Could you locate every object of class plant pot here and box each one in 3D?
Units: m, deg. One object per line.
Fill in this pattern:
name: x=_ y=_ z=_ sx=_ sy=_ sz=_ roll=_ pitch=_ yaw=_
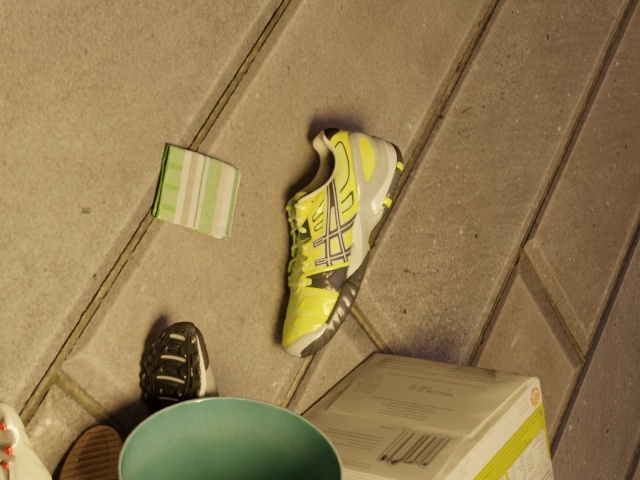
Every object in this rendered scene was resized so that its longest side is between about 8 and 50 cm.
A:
plant pot: x=-0.123 y=0.372 z=1.571 sx=0.290 sy=0.290 sz=0.195 roll=-30 pitch=135 yaw=-46

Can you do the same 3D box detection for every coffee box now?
coffee box: x=0.163 y=0.428 z=1.980 sx=0.338 sy=0.337 sz=0.334 roll=-36 pitch=122 yaw=-45

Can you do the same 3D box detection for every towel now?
towel: x=-0.182 y=-0.070 z=1.741 sx=0.152 sy=0.023 sz=0.113 roll=18 pitch=78 yaw=-49

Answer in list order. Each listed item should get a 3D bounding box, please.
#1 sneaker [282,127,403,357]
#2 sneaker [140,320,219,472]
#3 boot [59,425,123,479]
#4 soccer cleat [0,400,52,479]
sneaker: x=0.000 y=0.000 z=1.915 sx=0.147 sy=0.145 sz=0.385 roll=23 pitch=77 yaw=-19
sneaker: x=-0.187 y=0.240 z=1.721 sx=0.108 sy=0.100 sz=0.272 roll=-35 pitch=127 yaw=-55
boot: x=-0.291 y=0.401 z=1.618 sx=0.207 sy=0.090 sz=0.248 roll=78 pitch=9 yaw=-56
soccer cleat: x=-0.383 y=0.284 z=1.500 sx=0.076 sy=0.068 sz=0.196 roll=-43 pitch=129 yaw=-58
